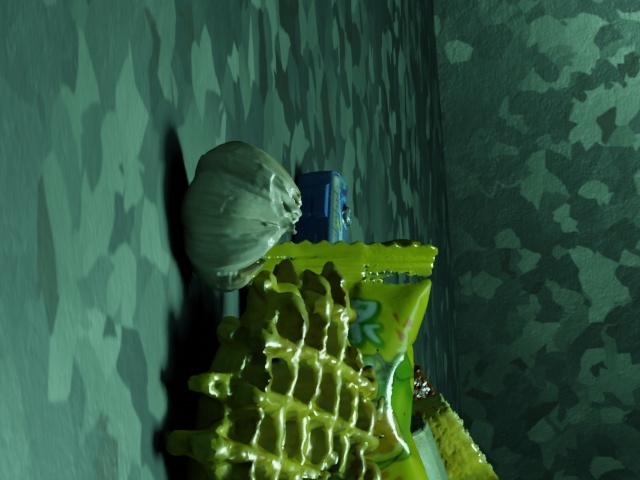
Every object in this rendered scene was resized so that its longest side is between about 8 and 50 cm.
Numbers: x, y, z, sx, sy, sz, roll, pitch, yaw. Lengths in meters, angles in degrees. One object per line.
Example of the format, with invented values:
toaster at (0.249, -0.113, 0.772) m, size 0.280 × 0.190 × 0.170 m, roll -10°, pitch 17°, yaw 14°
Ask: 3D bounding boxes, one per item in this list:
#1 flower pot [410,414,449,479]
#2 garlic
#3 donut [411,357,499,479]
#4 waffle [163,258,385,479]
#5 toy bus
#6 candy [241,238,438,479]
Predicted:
flower pot at (0.050, 0.285, 1.568) m, size 0.212 × 0.212 × 0.203 m, roll -49°, pitch 122°, yaw -77°
garlic at (-0.065, -0.015, 1.201) m, size 0.074 × 0.094 × 0.113 m, roll -15°, pitch 115°, yaw -39°
donut at (0.087, 0.218, 1.942) m, size 0.295 × 0.151 × 0.112 m, roll -127°, pitch -166°, yaw -73°
waffle at (-0.021, 0.150, 1.249) m, size 0.293 × 0.069 × 0.260 m, roll -49°, pitch 136°, yaw -55°
toy bus at (0.000, 0.000, 1.686) m, size 0.061 × 0.051 × 0.153 m, roll 60°, pitch 29°, yaw -59°
candy at (0.020, 0.144, 1.442) m, size 0.081 × 0.187 × 0.297 m, roll -164°, pitch -107°, yaw -65°
